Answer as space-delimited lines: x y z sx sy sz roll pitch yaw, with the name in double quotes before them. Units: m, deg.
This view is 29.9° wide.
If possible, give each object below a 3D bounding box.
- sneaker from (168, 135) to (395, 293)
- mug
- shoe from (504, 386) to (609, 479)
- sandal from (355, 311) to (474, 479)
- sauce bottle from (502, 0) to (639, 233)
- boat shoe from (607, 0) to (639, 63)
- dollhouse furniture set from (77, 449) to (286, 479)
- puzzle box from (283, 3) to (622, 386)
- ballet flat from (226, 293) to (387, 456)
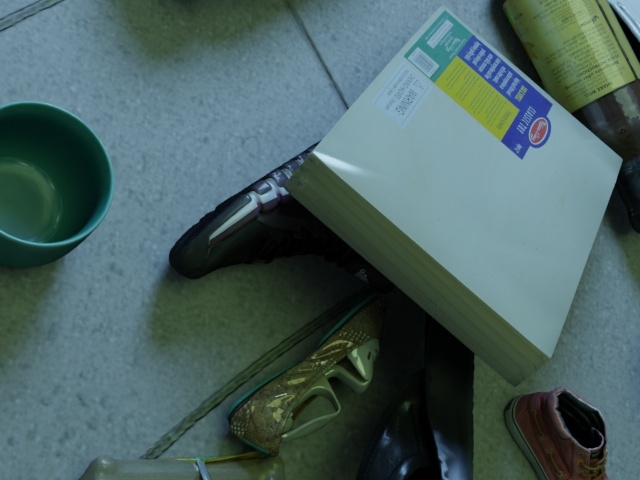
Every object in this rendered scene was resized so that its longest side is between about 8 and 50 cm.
"sneaker" 0.000 0.000 1.148 0.281 0.106 0.162 -36 96 -34
"mug" -0.264 -0.048 1.018 0.158 0.097 0.129 31 62 -16
"shoe" 0.267 0.229 1.231 0.063 0.081 0.178 -37 93 -33
"sandal" 0.083 0.198 1.117 0.107 0.167 0.445 5 60 2
"sauce bottle" 0.317 -0.174 1.378 0.111 0.111 0.344 -22 85 -33
"boat shoe" 0.393 -0.182 1.444 0.084 0.095 0.258 -9 67 -27
"dollhouse furniture set" -0.101 0.337 0.998 0.198 0.151 0.301 7 41 -34
"puzzle box" 0.152 -0.067 1.177 0.272 0.052 0.409 41 36 -2
"ballet flat" 0.005 0.130 1.121 0.206 0.073 0.067 -39 71 -25
